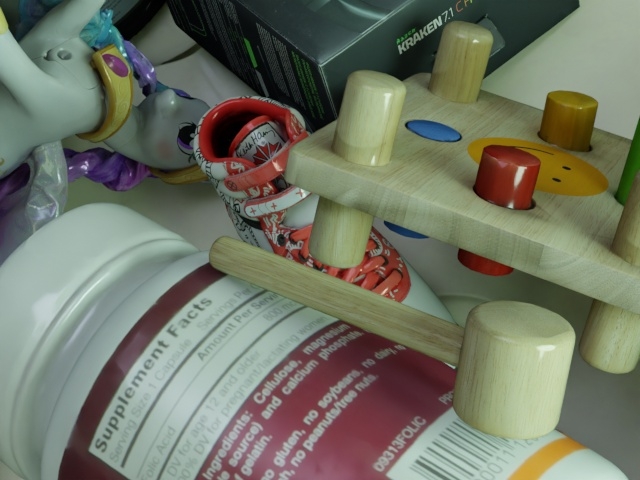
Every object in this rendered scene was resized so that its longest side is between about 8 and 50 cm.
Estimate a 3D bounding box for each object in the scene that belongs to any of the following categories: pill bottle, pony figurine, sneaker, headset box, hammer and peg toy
[{"bbox_3d":[-0.028,0.143,0.940,0.392,0.224,0.224,30,73,27],"label":"pill bottle"},{"bbox_3d":[-0.251,-0.080,1.171,0.351,0.363,0.303,-27,56,24],"label":"pony figurine"},{"bbox_3d":[-0.001,0.000,1.091,0.090,0.145,0.270,-36,49,-7],"label":"sneaker"},{"bbox_3d":[0.035,-0.221,1.224,0.246,0.131,0.283,-38,52,-14],"label":"headset box"},{"bbox_3d":[0.110,-0.028,0.941,0.266,0.127,0.361,21,24,18],"label":"hammer and peg toy"}]

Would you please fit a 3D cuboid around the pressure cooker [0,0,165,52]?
[{"bbox_3d":[-0.330,-0.376,1.311,0.375,0.420,0.370,-5,60,20],"label":"pressure cooker"}]
